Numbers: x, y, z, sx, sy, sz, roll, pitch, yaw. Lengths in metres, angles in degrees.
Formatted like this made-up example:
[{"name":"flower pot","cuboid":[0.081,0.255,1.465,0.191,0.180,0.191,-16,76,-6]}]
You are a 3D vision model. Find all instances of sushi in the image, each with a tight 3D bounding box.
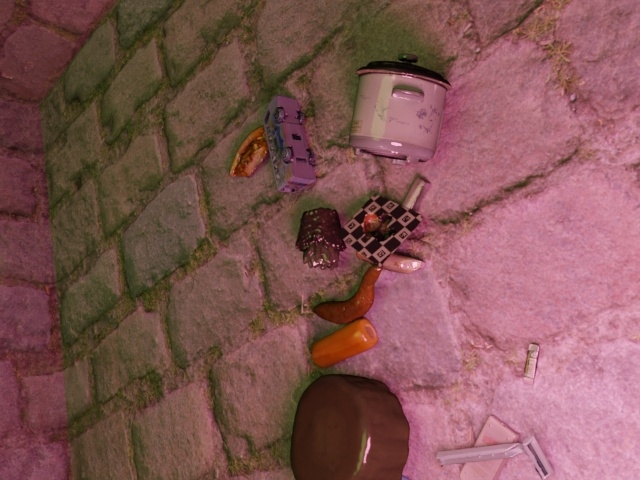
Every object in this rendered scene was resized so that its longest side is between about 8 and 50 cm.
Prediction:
[{"name":"sushi","cuboid":[0.172,-0.026,1.816,0.192,0.040,0.210,-47,44,-10]}]

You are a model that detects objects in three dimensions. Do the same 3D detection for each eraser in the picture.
[{"name":"eraser","cuboid":[0.504,0.296,1.521,0.027,0.019,0.099,9,89,31]}]

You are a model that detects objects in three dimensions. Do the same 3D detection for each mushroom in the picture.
[{"name":"mushroom","cuboid":[0.200,0.053,1.819,0.209,0.084,0.071,19,85,39]}]

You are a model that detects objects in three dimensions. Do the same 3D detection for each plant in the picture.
[{"name":"plant","cuboid":[0.000,0.000,1.984,0.132,0.129,0.194,-13,71,44]}]

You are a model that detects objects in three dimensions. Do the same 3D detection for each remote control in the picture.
[{"name":"remote control","cuboid":[0.412,0.532,1.564,0.087,0.029,0.190,33,105,42]}]

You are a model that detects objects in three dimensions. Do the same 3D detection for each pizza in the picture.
[{"name":"pizza","cuboid":[-0.255,-0.321,2.332,0.271,0.056,0.134,-38,51,35]}]

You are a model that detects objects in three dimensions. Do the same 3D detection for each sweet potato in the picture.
[{"name":"sweet potato","cuboid":[0.087,0.186,1.888,0.346,0.079,0.108,-40,78,43]}]

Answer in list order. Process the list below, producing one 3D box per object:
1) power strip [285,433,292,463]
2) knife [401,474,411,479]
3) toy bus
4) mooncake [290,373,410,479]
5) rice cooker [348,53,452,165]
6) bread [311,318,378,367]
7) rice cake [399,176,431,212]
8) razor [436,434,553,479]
[{"name":"power strip","cuboid":[-0.004,0.751,1.907,0.091,0.062,0.385,-45,55,30]},{"name":"knife","cuboid":[0.264,0.672,1.691,0.244,0.032,0.058,12,87,41]},{"name":"toy bus","cuboid":[-0.112,-0.328,2.167,0.136,0.109,0.329,-37,58,47]},{"name":"mooncake","cuboid":[0.078,0.547,1.757,0.356,0.194,0.356,-29,52,44]},{"name":"rice cooker","cuboid":[0.214,-0.362,1.748,0.316,0.264,0.316,-171,90,-87]},{"name":"bread","cuboid":[0.063,0.314,1.902,0.239,0.074,0.092,-33,85,37]},{"name":"rice cake","cuboid":[0.248,-0.087,1.823,0.047,0.036,0.206,47,116,49]},{"name":"razor","cuboid":[0.403,0.511,1.521,0.278,0.056,0.111,-18,111,41]}]
